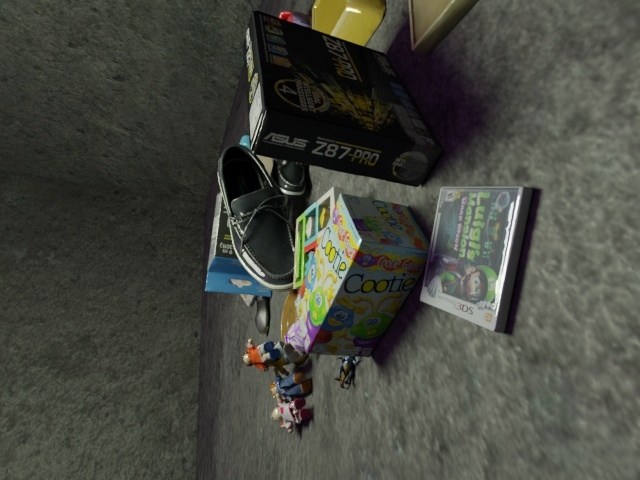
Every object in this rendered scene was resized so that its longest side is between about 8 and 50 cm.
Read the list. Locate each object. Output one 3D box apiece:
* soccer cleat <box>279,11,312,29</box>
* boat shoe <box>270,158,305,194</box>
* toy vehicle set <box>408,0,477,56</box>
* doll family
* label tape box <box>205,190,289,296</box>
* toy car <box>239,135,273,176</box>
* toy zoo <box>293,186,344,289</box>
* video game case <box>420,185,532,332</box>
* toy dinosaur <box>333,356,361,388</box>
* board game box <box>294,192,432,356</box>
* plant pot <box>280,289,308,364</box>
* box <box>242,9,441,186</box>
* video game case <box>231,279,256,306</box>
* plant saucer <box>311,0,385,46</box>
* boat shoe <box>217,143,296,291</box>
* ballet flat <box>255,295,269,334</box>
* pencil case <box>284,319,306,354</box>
[{"bbox_3d":[-0.069,-0.700,1.499,0.318,0.116,0.109,-105,32,-47],"label":"soccer cleat"},{"bbox_3d":[-0.104,-0.253,1.419,0.303,0.114,0.091,-112,32,-49],"label":"boat shoe"},{"bbox_3d":[0.221,-0.502,0.807,0.166,0.035,0.267,144,131,-61],"label":"toy vehicle set"},{"bbox_3d":[-0.102,0.364,1.175,0.163,0.118,0.263,-33,83,47],"label":"doll family"},{"bbox_3d":[-0.244,0.017,1.497,0.106,0.240,0.334,169,107,-65],"label":"label tape box"},{"bbox_3d":[-0.243,-0.241,1.702,0.238,0.210,0.219,108,178,-76],"label":"toy car"},{"bbox_3d":[0.000,0.000,1.024,0.293,0.030,0.193,148,126,-64],"label":"toy zoo"},{"bbox_3d":[0.215,0.016,0.640,0.173,0.022,0.191,-163,82,-68],"label":"video game case"},{"bbox_3d":[0.052,0.259,0.936,0.090,0.047,0.082,112,175,-55],"label":"toy dinosaur"},{"bbox_3d":[0.067,0.073,0.826,0.144,0.142,0.275,-109,35,-49],"label":"board game box"},{"bbox_3d":[-0.071,0.233,1.259,0.236,0.032,0.237,-171,90,-68],"label":"plant pot"},{"bbox_3d":[0.019,-0.281,0.847,0.395,0.318,0.097,-101,30,-43],"label":"box"},{"bbox_3d":[-0.313,0.121,1.779,0.227,0.026,0.206,51,136,23],"label":"video game case"},{"bbox_3d":[0.054,-0.632,1.219,0.333,0.080,0.333,140,134,-59],"label":"plant saucer"},{"bbox_3d":[-0.189,-0.078,1.308,0.156,0.186,0.500,100,148,-63],"label":"boat shoe"},{"bbox_3d":[-0.202,0.253,1.582,0.057,0.049,0.173,-16,60,19],"label":"ballet flat"},{"bbox_3d":[-0.016,0.194,1.061,0.206,0.088,0.086,123,146,-44],"label":"pencil case"}]
